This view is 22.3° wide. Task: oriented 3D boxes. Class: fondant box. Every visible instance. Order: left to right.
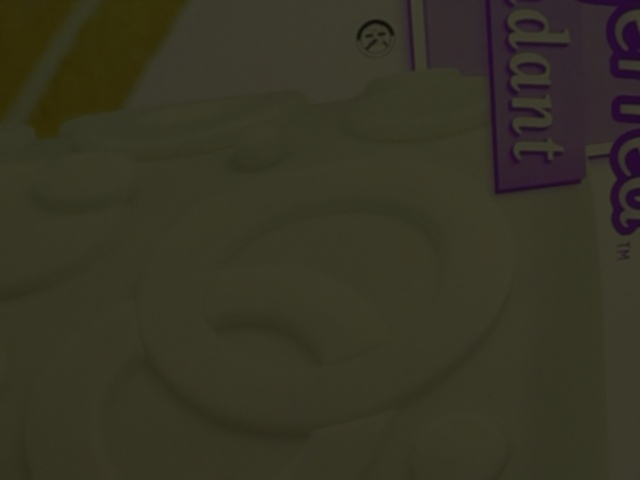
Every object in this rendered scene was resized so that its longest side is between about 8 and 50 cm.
[{"bbox_3d":[0.000,0.000,0.415,0.330,0.238,0.096,-8,23,-7],"label":"fondant box"}]
